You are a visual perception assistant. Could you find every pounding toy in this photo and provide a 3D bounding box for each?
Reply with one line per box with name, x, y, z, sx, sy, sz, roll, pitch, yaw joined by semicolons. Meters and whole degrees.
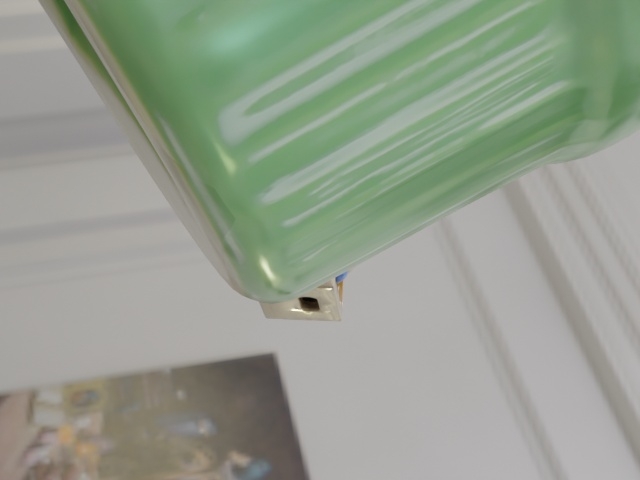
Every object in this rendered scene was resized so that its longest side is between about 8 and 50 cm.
pounding toy;0.000;0.000;1.163;0.141;0.100;0.130;76;17;-70

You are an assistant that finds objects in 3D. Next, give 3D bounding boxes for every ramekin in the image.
ramekin;-0.034;-0.126;0.441;0.303;0.148;0.303;56;-7;10
